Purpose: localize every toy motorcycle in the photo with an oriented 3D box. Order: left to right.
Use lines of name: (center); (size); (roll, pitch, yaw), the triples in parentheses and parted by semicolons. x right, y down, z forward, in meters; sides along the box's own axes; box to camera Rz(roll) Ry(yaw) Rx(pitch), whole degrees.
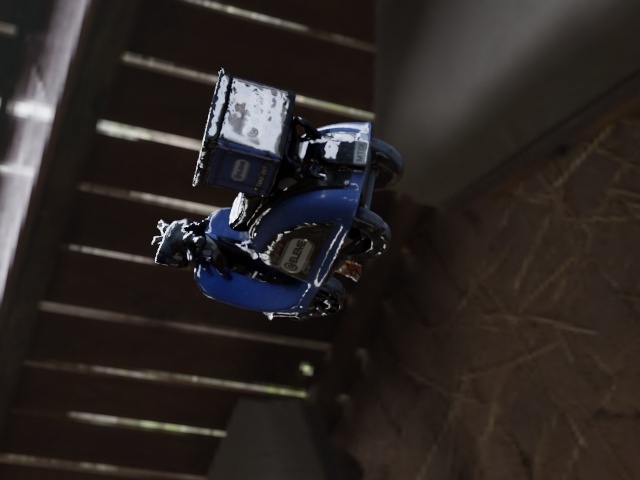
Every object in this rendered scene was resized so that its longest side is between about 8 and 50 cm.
toy motorcycle: (-0.050, -0.019, 1.270); (0.358, 0.212, 0.125); (115, 168, -60)

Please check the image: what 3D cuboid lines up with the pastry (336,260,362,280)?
pastry: (-0.002, -0.001, 1.650); (0.169, 0.087, 0.063); (19, 77, 54)
